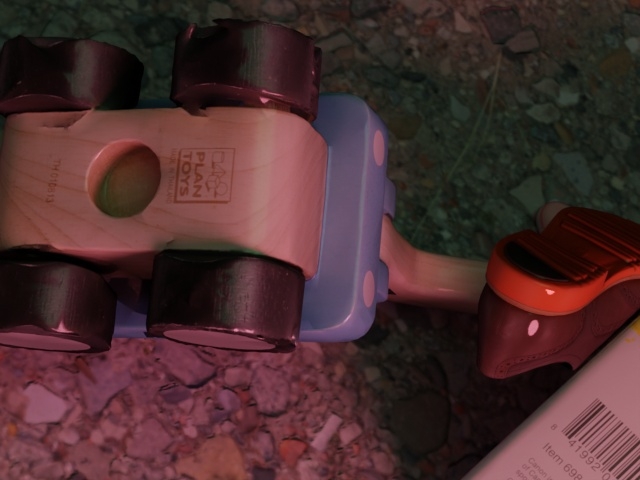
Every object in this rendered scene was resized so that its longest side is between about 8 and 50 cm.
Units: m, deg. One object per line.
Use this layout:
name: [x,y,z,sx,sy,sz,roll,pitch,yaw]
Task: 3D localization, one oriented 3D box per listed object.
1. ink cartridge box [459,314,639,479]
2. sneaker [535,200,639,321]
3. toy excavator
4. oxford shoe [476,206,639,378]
ink cartridge box: [0.320,0.190,1.240,0.385,0.160,0.279,-39,73,-16]
sneaker: [0.256,0.008,1.445,0.051,0.070,0.134,-34,79,-29]
toy excavator: [0.000,0.000,1.269,0.433,0.445,0.222,0,78,19]
oxford shoe: [0.197,0.040,1.232,0.097,0.098,0.271,33,26,31]
